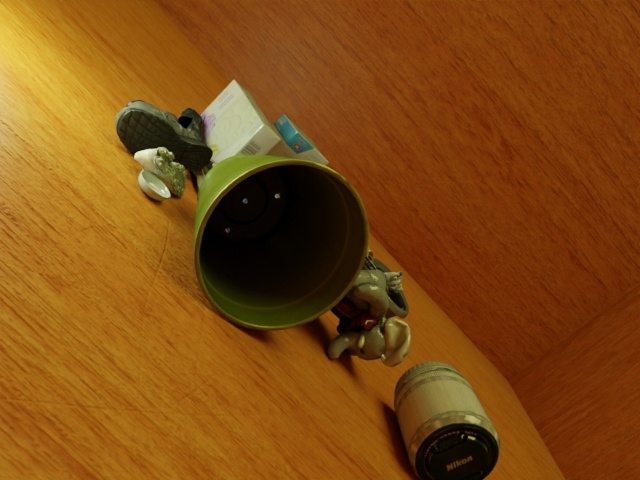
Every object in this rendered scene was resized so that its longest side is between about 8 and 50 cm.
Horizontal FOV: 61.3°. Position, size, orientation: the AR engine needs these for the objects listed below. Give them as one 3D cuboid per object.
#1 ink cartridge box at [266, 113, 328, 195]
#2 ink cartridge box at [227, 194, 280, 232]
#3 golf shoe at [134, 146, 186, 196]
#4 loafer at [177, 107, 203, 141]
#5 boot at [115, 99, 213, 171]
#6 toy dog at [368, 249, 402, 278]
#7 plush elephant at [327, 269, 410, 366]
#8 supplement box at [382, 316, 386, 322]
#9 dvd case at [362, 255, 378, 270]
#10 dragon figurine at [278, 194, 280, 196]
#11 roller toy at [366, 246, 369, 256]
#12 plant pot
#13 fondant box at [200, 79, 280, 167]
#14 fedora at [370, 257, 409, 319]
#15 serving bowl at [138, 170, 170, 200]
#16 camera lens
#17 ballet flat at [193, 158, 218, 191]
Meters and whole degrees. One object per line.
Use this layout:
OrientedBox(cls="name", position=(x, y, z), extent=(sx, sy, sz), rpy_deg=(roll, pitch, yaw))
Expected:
OrientedBox(cls="ink cartridge box", position=(-0.152, -0.309, 2.119), extent=(0.198, 0.270, 0.197), rpy_deg=(40, 12, -37))
OrientedBox(cls="ink cartridge box", position=(-0.131, -0.028, 1.524), extent=(0.333, 0.165, 0.065), rpy_deg=(39, 14, -36))
OrientedBox(cls="golf shoe", position=(-0.383, -0.167, 1.306), extent=(0.176, 0.086, 0.069), rpy_deg=(73, 26, -60))
OrientedBox(cls="loafer", position=(-0.442, -0.395, 1.815), extent=(0.078, 0.076, 0.223), rpy_deg=(49, 12, -40))
OrientedBox(cls="boot", position=(-0.458, -0.302, 1.434), extent=(0.223, 0.118, 0.338), rpy_deg=(43, 6, 23))
OrientedBox(cls="toy dog", position=(0.227, 0.118, 2.377), extent=(0.334, 0.161, 0.220), rpy_deg=(45, 12, -17))
OrientedBox(cls="plush elephant", position=(0.097, 0.213, 1.456), extent=(0.330, 0.272, 0.255), rpy_deg=(2, 79, -30))
OrientedBox(cls="supplement box", position=(0.197, 0.307, 1.827), extent=(0.056, 0.083, 0.083), rpy_deg=(46, 12, -12))
OrientedBox(cls="dvd case", position=(0.161, 0.131, 1.896), extent=(0.179, 0.030, 0.238), rpy_deg=(52, -16, 17))
OrientedBox(cls="dragon figurine", position=(-0.201, -0.147, 1.859), extent=(0.085, 0.144, 0.289), rpy_deg=(51, -8, 24))
OrientedBox(cls="roller toy", position=(0.079, 0.028, 2.046), extent=(0.209, 0.191, 0.146), rpy_deg=(39, 15, -38))
OrientedBox(cls="plant pot", position=(-0.134, -0.043, 1.226), extent=(0.366, 0.366, 0.353), rpy_deg=(41, 1, -31))
OrientedBox(cls="fondant box", position=(-0.300, -0.369, 1.849), extent=(0.096, 0.238, 0.330), rpy_deg=(35, 17, -45))
OrientedBox(cls="fedora", position=(0.239, 0.219, 2.175), extent=(0.244, 0.124, 0.275), rpy_deg=(34, 26, -43))
OrientedBox(cls="serving bowl", position=(-0.384, -0.120, 1.234), extent=(0.083, 0.027, 0.083), rpy_deg=(46, 11, -12))
OrientedBox(cls="camera lens", position=(0.310, 0.465, 1.371), extent=(0.219, 0.219, 0.274), rpy_deg=(44, 12, -18))
OrientedBox(cls="ballet flat", position=(-0.314, -0.176, 1.547), extent=(0.086, 0.086, 0.248), rpy_deg=(35, 18, -50))
